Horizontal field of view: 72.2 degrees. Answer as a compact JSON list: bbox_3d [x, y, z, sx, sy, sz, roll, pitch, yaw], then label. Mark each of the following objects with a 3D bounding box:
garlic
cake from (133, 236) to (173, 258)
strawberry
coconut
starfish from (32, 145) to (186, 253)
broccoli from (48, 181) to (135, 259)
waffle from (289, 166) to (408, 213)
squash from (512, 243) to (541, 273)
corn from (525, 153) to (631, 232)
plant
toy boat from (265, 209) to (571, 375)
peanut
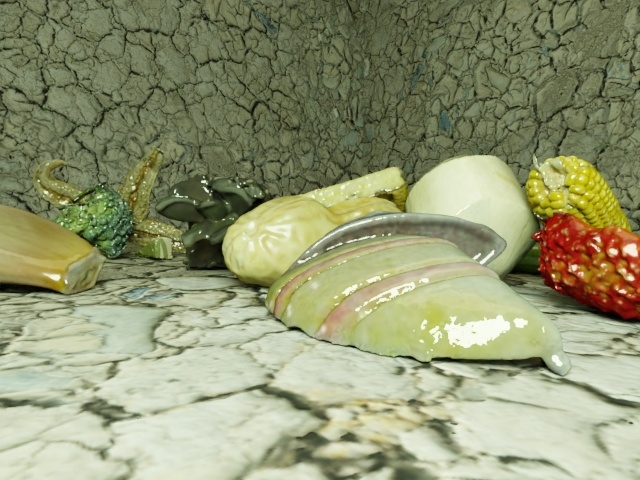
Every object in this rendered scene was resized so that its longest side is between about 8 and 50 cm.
[{"bbox_3d":[-0.465,0.014,0.626,0.319,0.112,0.143,7,26,3],"label":"garlic"},{"bbox_3d":[-0.421,0.033,1.102,0.140,0.055,0.051,-20,-11,42],"label":"cake"},{"bbox_3d":[0.357,0.045,0.490,0.175,0.097,0.228,16,7,-23],"label":"strawberry"},{"bbox_3d":[0.245,-0.022,0.720,0.202,0.221,0.202,-3,-35,-2],"label":"coconut"},{"bbox_3d":[-0.501,-0.092,1.163,0.433,0.323,0.082,-3,26,-3],"label":"starfish"},{"bbox_3d":[-0.579,-0.017,1.020,0.275,0.177,0.198,-21,18,-12],"label":"broccoli"},{"bbox_3d":[0.058,-0.036,0.859,0.248,0.055,0.221,-16,-28,9],"label":"waffle"},{"bbox_3d":[0.439,0.038,0.886,0.229,0.066,0.066,5,5,36],"label":"squash"},{"bbox_3d":[0.397,-0.018,0.650,0.310,0.101,0.102,38,-19,-32],"label":"corn"},{"bbox_3d":[-0.187,-0.030,0.877,0.199,0.188,0.276,4,1,9],"label":"plant"},{"bbox_3d":[0.070,0.038,0.470,0.276,0.111,0.293,-6,11,15],"label":"toy boat"},{"bbox_3d":[0.000,0.000,0.697,0.306,0.146,0.147,0,3,-24],"label":"peanut"}]
